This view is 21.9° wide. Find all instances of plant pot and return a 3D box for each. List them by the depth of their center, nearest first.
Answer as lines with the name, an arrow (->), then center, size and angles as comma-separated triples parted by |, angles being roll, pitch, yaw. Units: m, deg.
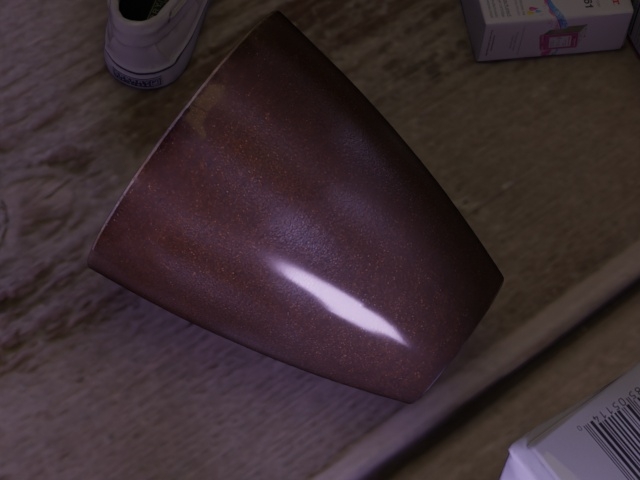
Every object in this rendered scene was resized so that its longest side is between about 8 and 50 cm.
plant pot -> 0.000, 0.000, 1.112 | 0.230, 0.215, 0.215 | 37, 62, 0

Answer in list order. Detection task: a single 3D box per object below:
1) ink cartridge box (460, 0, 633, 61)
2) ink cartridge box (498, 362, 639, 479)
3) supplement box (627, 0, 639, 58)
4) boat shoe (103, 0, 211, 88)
ink cartridge box -> 0.178, -0.195, 1.315 | 0.122, 0.052, 0.088 | -5, 59, -9
ink cartridge box -> 0.208, 0.244, 0.894 | 0.130, 0.309, 0.272 | -30, 66, -20
supplement box -> 0.327, -0.139, 1.255 | 0.111, 0.114, 0.220 | -15, 62, -12
boat shoe -> -0.110, -0.242, 1.303 | 0.095, 0.084, 0.258 | 7, 58, 1
